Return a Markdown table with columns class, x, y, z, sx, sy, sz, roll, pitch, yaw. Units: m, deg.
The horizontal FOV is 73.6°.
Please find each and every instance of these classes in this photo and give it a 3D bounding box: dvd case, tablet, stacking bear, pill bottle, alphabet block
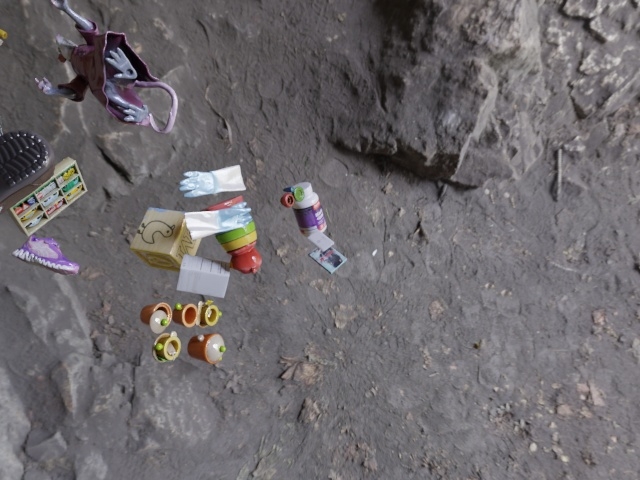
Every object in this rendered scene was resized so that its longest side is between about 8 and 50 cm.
| class | x | y | z | sx | sy | sz | roll | pitch | yaw |
| --- | --- | --- | --- | --- | --- | --- | --- | --- | --- |
| dvd case | 0.026 | 0.062 | 1.593 | 0.119 | 0.013 | 0.087 | 38 | 63 | 25 |
| tablet | 0.000 | 0.000 | 1.470 | 0.054 | 0.006 | 0.083 | -38 | 59 | -23 |
| stacking bear | -0.314 | -0.008 | 1.604 | 0.164 | 0.175 | 0.288 | -25 | 102 | -19 |
| pill bottle | -0.051 | -0.120 | 1.642 | 0.108 | 0.193 | 0.108 | -13 | 31 | 8 |
| alphabet block | -0.630 | 0.001 | 1.772 | 0.193 | 0.193 | 0.197 | 7 | 63 | 12 |

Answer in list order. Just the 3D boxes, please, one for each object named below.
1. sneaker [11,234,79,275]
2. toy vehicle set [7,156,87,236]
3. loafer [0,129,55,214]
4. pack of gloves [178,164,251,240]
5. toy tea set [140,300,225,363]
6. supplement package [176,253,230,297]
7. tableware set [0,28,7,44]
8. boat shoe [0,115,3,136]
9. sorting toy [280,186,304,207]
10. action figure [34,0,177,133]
| class | x | y | z | sx | sy | sz | roll | pitch | yaw |
| --- | --- | --- | --- | --- | --- | --- | --- | --- | --- |
| sneaker | -0.929 | 0.046 | 1.468 | 0.237 | 0.095 | 0.104 | 17 | 65 | 10 |
| toy vehicle set | -0.960 | -0.156 | 1.509 | 0.035 | 0.166 | 0.266 | 30 | 56 | 8 |
| loafer | -0.684 | -0.074 | 0.841 | 0.366 | 0.130 | 0.133 | -32 | 89 | -14 |
| pack of gloves | -0.302 | -0.122 | 1.282 | 0.046 | 0.232 | 0.194 | -6 | 99 | 44 |
| toy tea set | -0.395 | 0.280 | 1.308 | 0.124 | 0.336 | 0.199 | -2 | 79 | 25 |
| supplement package | -0.442 | 0.135 | 1.626 | 0.179 | 0.105 | 0.105 | 13 | 114 | -15 |
| tableware set | -0.773 | -0.511 | 0.983 | 0.024 | 0.154 | 0.104 | 23 | 75 | -7 |
| boat shoe | -0.637 | -0.236 | 0.823 | 0.049 | 0.142 | 0.040 | 31 | 57 | 11 |
| sorting toy | -0.100 | -0.147 | 1.410 | 0.042 | 0.102 | 0.061 | 1 | 116 | 39 |
| action figure | -0.568 | -0.465 | 1.123 | 0.370 | 0.276 | 0.248 | 32 | 105 | 33 |
